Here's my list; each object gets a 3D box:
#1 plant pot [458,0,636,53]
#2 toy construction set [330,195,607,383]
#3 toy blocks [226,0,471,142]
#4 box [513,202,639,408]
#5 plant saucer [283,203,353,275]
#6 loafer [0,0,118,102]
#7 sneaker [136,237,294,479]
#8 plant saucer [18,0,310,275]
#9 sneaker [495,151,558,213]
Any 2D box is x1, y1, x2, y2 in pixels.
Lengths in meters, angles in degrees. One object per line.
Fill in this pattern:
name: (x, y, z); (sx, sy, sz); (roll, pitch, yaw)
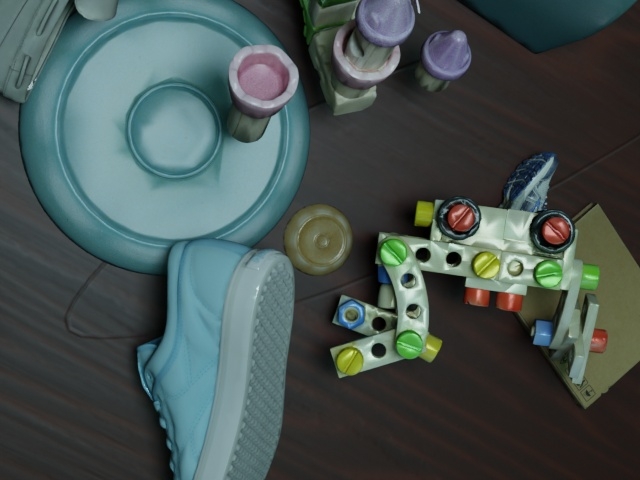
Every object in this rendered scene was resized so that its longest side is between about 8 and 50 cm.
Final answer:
plant pot: (0.264, -0.321, 1.160); (0.166, 0.234, 0.165); (30, 86, -17)
toy construction set: (0.181, 0.064, 1.204); (0.328, 0.151, 0.215); (8, 92, -12)
toy blocks: (0.030, -0.287, 1.039); (0.309, 0.260, 0.288); (-14, 77, -16)
box: (0.331, 0.081, 1.333); (0.164, 0.021, 0.201); (-39, 105, -10)
plant saucer: (0.000, 0.000, 1.227); (0.083, 0.015, 0.083); (-2, 96, -17)
loafer: (-0.231, -0.262, 1.033); (0.111, 0.112, 0.319); (42, 117, -16)
sneaker: (-0.127, 0.167, 1.170); (0.150, 0.135, 0.366); (17, 104, 23)
plant saucer: (-0.158, -0.117, 1.154); (0.318, 0.044, 0.317); (-2, 95, -17)
sneaker: (0.245, -0.042, 1.284); (0.058, 0.052, 0.135); (31, 96, -22)
